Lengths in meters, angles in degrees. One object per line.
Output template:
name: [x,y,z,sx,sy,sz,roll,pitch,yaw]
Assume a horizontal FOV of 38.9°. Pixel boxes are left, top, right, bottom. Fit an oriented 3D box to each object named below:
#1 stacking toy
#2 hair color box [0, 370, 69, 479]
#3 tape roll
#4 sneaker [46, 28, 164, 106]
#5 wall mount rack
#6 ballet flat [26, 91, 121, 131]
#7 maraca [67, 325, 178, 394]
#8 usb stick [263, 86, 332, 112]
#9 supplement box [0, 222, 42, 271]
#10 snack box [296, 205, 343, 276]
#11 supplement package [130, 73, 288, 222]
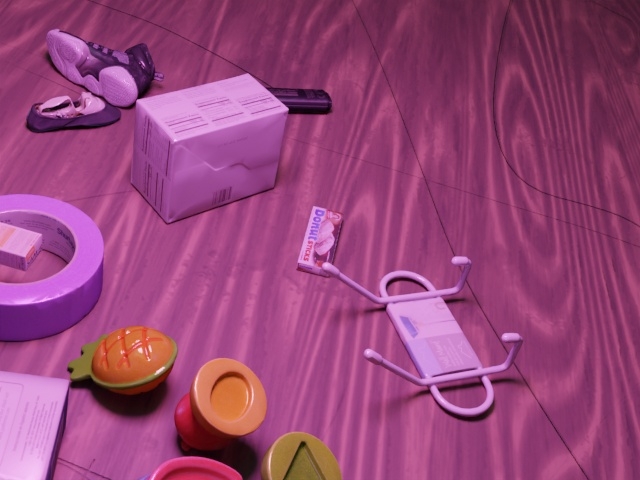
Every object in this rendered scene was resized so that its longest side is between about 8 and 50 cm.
stacking toy: [-0.131,0.361,1.298,0.279,0.130,0.309,39,42,-11]
hair color box: [-0.550,0.269,1.232,0.375,0.113,0.185,9,39,-10]
tape roll: [-0.509,0.040,1.537,0.275,0.090,0.274,7,40,-6]
sneaker: [-0.485,-0.408,2.060,0.269,0.101,0.153,35,43,15]
wall mount rack: [0.166,0.141,1.579,0.304,0.130,0.350,-6,43,-21]
ballet flat: [-0.517,-0.275,1.915,0.203,0.074,0.074,-12,46,-28]
maraca: [-0.310,0.186,1.423,0.186,0.099,0.127,-1,32,24]
usb stick: [-0.113,-0.328,2.111,0.278,0.045,0.077,-2,35,-17]
supplement box: [-0.511,0.007,1.476,0.099,0.036,0.062,16,40,3]
snack box: [0.000,0.000,1.779,0.064,0.022,0.178,13,40,1]
supplement package: [-0.221,-0.185,1.789,0.262,0.204,0.145,-21,52,-34]
